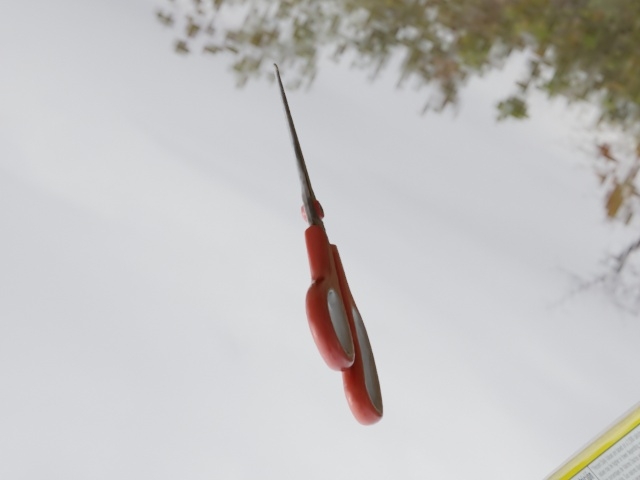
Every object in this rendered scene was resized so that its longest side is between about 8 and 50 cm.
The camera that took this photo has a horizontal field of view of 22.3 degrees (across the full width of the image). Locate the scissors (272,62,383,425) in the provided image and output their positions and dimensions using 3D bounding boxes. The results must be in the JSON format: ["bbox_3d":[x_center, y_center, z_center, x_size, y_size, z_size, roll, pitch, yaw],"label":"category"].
[{"bbox_3d":[0.000,0.000,1.173,0.109,0.021,0.297,55,-164,-44],"label":"scissors"}]

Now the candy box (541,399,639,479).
[{"bbox_3d":[0.142,0.091,0.537,0.105,0.027,0.206,49,155,10],"label":"candy box"}]
